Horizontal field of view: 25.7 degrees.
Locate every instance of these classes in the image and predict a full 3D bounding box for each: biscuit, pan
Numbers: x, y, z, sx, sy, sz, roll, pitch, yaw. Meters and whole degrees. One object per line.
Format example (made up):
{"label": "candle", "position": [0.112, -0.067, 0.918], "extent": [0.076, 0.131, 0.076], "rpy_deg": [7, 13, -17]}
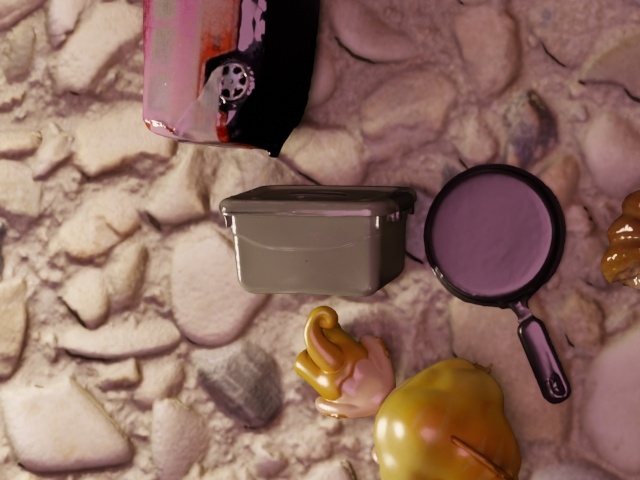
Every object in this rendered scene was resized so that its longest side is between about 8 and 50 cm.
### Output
{"label": "biscuit", "position": [0.334, -0.013, 1.231], "extent": [0.183, 0.061, 0.118], "rpy_deg": [-7, 85, 19]}
{"label": "pan", "position": [0.178, 0.040, 1.300], "extent": [0.136, 0.028, 0.235], "rpy_deg": [-24, 81, 18]}

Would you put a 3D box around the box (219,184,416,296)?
{"label": "box", "position": [0.000, 0.000, 1.319], "extent": [0.172, 0.124, 0.093], "rpy_deg": [1, 100, 20]}

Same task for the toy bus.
{"label": "toy bus", "position": [-0.086, -0.234, 1.343], "extent": [0.147, 0.127, 0.302], "rpy_deg": [3, 90, 22]}

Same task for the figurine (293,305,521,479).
{"label": "figurine", "position": [0.082, 0.157, 1.291], "extent": [0.246, 0.131, 0.156], "rpy_deg": [29, 84, 28]}
